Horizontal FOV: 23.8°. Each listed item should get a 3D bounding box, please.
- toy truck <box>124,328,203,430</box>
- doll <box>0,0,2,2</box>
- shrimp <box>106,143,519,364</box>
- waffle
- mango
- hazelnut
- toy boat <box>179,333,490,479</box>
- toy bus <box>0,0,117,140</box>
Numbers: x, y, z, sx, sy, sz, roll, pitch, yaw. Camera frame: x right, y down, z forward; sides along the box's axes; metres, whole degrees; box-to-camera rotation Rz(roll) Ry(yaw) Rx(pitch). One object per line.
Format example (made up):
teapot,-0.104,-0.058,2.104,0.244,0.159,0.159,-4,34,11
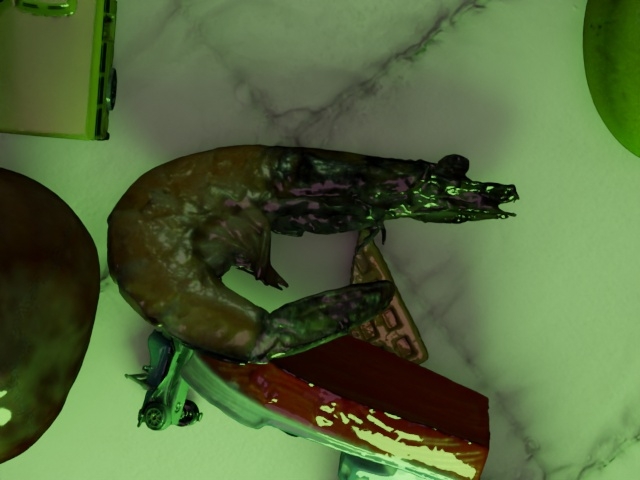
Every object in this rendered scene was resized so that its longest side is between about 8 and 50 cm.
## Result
toy truck,-0.164,0.130,1.665,0.078,0.080,0.154,18,95,24
doll,-0.367,-0.229,1.522,0.096,0.070,0.195,40,122,-2
shrimp,0.000,0.000,1.593,0.445,0.085,0.272,-7,54,-9
waffle,0.031,0.071,1.685,0.125,0.032,0.191,-27,92,4
mango,0.368,-0.221,1.609,0.185,0.149,0.273,19,99,-5
hazelnut,-0.389,0.084,1.519,0.366,0.366,0.366,0,95,-2
toy boat,0.012,0.184,1.611,0.332,0.145,0.133,23,117,-5
toy bus,-0.276,-0.236,1.586,0.128,0.150,0.262,5,97,-1
